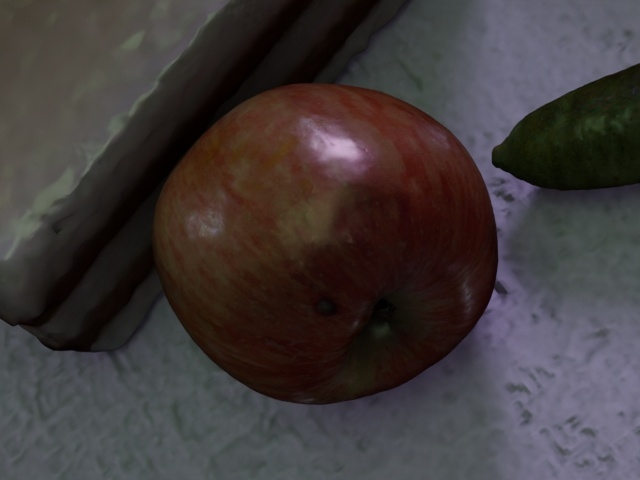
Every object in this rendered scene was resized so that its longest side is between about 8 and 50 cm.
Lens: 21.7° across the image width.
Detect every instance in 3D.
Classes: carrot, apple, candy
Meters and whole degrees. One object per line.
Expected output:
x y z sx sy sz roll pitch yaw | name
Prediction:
0.244 -0.078 0.708 0.359 0.074 0.074 -13 70 20 | carrot
0.000 0.000 0.736 0.146 0.146 0.131 -39 50 6 | apple
-0.092 -0.113 0.812 0.179 0.135 0.320 40 91 25 | candy
